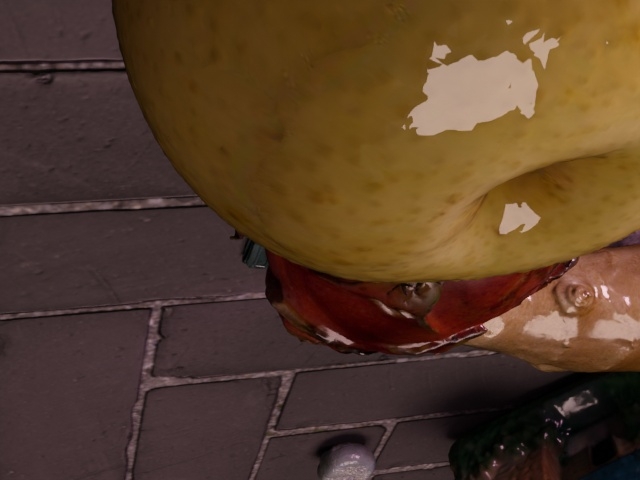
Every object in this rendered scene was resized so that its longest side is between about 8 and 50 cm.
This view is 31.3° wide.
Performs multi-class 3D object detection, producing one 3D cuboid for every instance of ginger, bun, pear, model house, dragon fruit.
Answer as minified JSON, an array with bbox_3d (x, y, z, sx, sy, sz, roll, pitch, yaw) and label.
[{"bbox_3d":[0.245,0.056,1.179,0.375,0.166,0.236,14,179,-8],"label":"ginger"},{"bbox_3d":[0.033,0.288,1.476,0.083,0.045,0.083,-11,144,-8],"label":"bun"},{"bbox_3d":[0.066,-0.143,0.570,0.348,0.348,0.348,-10,147,-7],"label":"pear"},{"bbox_3d":[0.326,0.343,1.383,0.312,0.280,0.245,-28,103,19],"label":"model house"},{"bbox_3d":[0.082,-0.038,0.834,0.250,0.250,0.315,7,159,-30],"label":"dragon fruit"}]

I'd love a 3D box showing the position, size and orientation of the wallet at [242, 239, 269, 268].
[{"bbox_3d":[0.000,0.000,1.039,0.129,0.026,0.088,-1,146,-22],"label":"wallet"}]
